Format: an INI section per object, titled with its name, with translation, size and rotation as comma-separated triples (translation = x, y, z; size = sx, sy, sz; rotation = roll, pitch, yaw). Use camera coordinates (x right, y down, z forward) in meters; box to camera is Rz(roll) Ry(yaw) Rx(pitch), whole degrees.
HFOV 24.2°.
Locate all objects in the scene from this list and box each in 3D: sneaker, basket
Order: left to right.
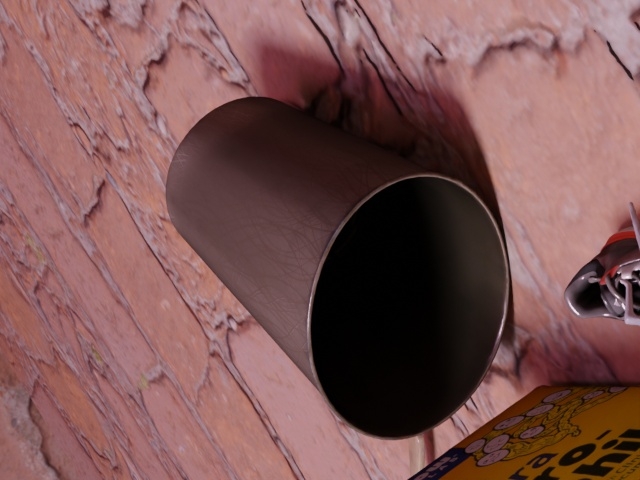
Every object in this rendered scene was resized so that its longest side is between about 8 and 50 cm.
[basket]
translation = 0.000, 0.000, 1.029
size = 0.227, 0.154, 0.204
rotation = 38, 152, 48
[sneaker]
translation = 0.182, 0.022, 0.778
size = 0.061, 0.065, 0.158
rotation = 59, 158, -1

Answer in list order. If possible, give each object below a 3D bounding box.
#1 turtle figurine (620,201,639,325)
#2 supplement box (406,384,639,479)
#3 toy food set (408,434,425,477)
[turtle figurine]
translation = 0.243, 0.043, 0.623
size = 0.175, 0.118, 0.234
rotation = -44, 57, 24
[supplement box]
translation = 0.189, 0.208, 0.824
size = 0.195, 0.194, 0.356
rotation = 61, 157, -7
[toy food set]
translation = 0.137, 0.233, 1.183
size = 0.192, 0.038, 0.132
rotation = 43, 146, 45
